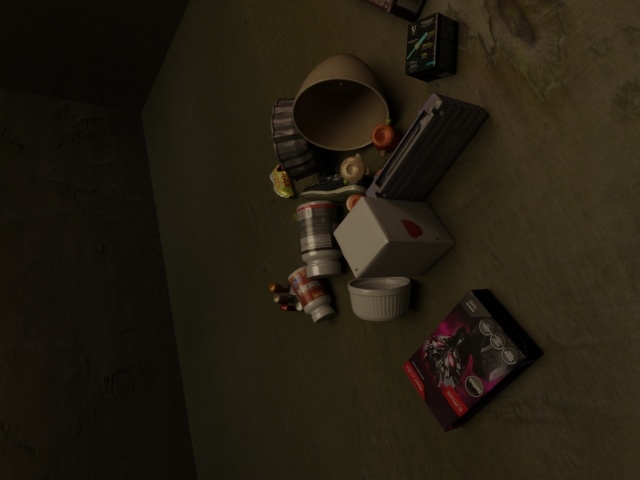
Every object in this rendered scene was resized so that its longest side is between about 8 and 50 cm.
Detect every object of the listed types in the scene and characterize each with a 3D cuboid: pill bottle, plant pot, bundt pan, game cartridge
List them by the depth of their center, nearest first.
[{"bbox_3d":[0.307,-0.252,1.397,0.068,0.230,0.355,55,130,29],"label":"game cartridge"},{"bbox_3d":[0.000,0.000,1.851,0.161,0.161,0.283,-20,73,51],"label":"pill bottle"},{"bbox_3d":[-0.066,-0.404,1.861,0.124,0.331,0.330,-7,82,21],"label":"bundt pan"},{"bbox_3d":[-0.032,0.216,1.908,0.121,0.121,0.216,-48,63,41],"label":"pill bottle"},{"bbox_3d":[-0.070,-0.120,2.025,0.083,0.083,0.079,33,103,48],"label":"plant pot"}]

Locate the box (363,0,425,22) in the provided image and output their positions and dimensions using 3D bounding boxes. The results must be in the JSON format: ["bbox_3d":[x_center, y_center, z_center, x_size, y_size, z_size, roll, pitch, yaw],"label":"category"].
[{"bbox_3d":[0.209,-0.904,1.628,0.381,0.143,0.191,51,128,43],"label":"box"}]

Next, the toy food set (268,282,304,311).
[{"bbox_3d":[-0.111,0.254,2.071,0.232,0.104,0.111,5,81,33],"label":"toy food set"}]

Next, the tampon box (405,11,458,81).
[{"bbox_3d":[0.342,-0.590,1.468,0.120,0.102,0.160,5,92,52],"label":"tampon box"}]

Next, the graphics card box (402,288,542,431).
[{"bbox_3d":[0.412,0.343,1.353,0.371,0.094,0.232,-58,46,32],"label":"graphics card box"}]

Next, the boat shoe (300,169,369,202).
[{"bbox_3d":[0.054,-0.215,1.822,0.340,0.127,0.113,-4,72,54],"label":"boat shoe"}]

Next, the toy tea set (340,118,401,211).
[{"bbox_3d":[0.192,-0.242,1.619,0.336,0.124,0.200,-46,79,15],"label":"toy tea set"}]

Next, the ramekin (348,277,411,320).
[{"bbox_3d":[0.195,0.187,1.561,0.207,0.207,0.109,8,104,53],"label":"ramekin"}]

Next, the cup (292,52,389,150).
[{"bbox_3d":[0.074,-0.516,1.683,0.331,0.331,0.236,-37,40,46],"label":"cup"}]

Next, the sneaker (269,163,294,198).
[{"bbox_3d":[-0.167,-0.270,2.148,0.094,0.082,0.208,-58,46,31],"label":"sneaker"}]

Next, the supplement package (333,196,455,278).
[{"bbox_3d":[0.224,-0.006,1.447,0.175,0.293,0.177,-53,50,38],"label":"supplement package"}]
